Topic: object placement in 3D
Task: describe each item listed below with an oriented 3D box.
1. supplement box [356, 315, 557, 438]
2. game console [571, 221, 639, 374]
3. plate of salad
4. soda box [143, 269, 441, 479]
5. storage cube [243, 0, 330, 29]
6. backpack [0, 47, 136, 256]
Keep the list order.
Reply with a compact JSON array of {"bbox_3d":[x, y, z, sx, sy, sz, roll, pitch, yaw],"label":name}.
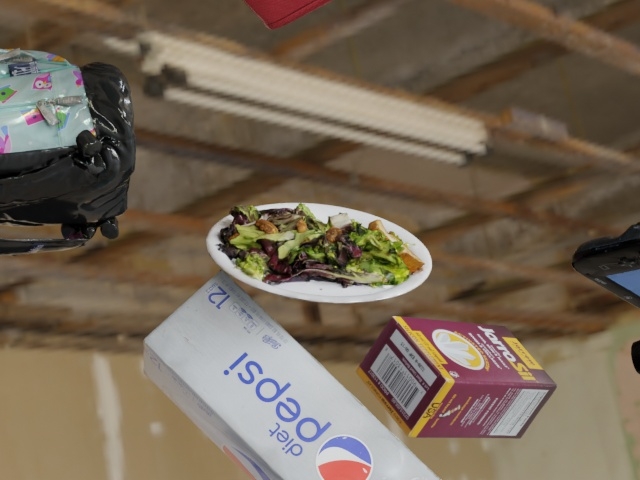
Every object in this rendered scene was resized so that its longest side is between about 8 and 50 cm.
[{"bbox_3d":[0.145,0.146,1.555,0.188,0.104,0.081,7,-57,-45],"label":"supplement box"},{"bbox_3d":[0.368,0.071,1.440,0.213,0.044,0.361,-25,-38,37],"label":"game console"},{"bbox_3d":[0.000,0.000,1.297,0.199,0.200,0.048,-5,-62,-22],"label":"plate of salad"},{"bbox_3d":[-0.022,0.165,1.259,0.098,0.286,0.091,-43,-13,-21],"label":"soda box"},{"bbox_3d":[-0.010,-0.266,0.776,0.183,0.215,0.193,-23,-40,22],"label":"storage cube"},{"bbox_3d":[-0.218,-0.062,0.974,0.182,0.115,0.152,-4,-26,-12],"label":"backpack"}]
